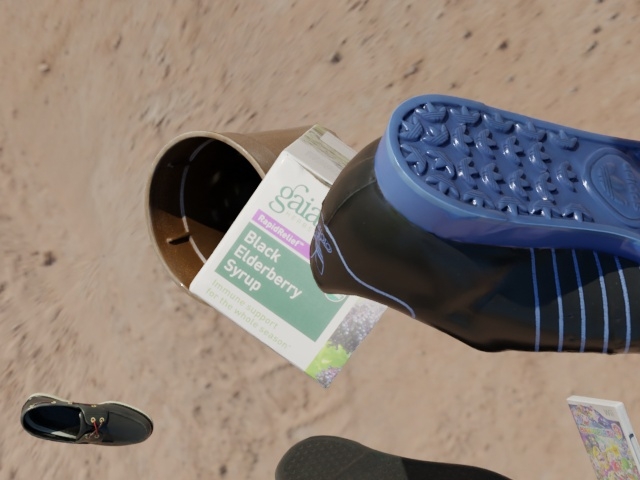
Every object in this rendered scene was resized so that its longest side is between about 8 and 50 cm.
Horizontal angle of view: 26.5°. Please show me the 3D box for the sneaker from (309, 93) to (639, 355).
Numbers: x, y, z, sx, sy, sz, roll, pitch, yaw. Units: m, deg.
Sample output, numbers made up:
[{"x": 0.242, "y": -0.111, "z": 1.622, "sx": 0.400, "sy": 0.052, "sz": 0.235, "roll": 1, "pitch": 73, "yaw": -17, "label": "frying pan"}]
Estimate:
[{"x": 0.108, "y": 0.009, "z": 0.564, "sx": 0.232, "sy": 0.090, "sz": 0.081, "roll": 17, "pitch": 51, "yaw": -20, "label": "sneaker"}]

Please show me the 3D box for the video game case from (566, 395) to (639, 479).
[{"x": 0.290, "y": 0.212, "z": 1.337, "sx": 0.011, "sy": 0.087, "sz": 0.122, "roll": -25, "pitch": 98, "yaw": -21, "label": "video game case"}]

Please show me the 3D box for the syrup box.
[{"x": 0.000, "y": 0.000, "z": 0.819, "sx": 0.093, "sy": 0.237, "sz": 0.096, "roll": 35, "pitch": 100, "yaw": -2, "label": "syrup box"}]

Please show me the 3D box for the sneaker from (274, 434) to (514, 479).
[{"x": 0.095, "y": 0.247, "z": 1.072, "sx": 0.090, "sy": 0.270, "sz": 0.145, "roll": -51, "pitch": 137, "yaw": -32, "label": "sneaker"}]

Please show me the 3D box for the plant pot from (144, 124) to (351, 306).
[{"x": -0.052, "y": -0.037, "z": 1.295, "sx": 0.165, "sy": 0.167, "sz": 0.167, "roll": -23, "pitch": 94, "yaw": -50, "label": "plant pot"}]

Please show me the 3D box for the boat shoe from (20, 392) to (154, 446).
[{"x": -0.234, "y": 0.185, "z": 1.359, "sx": 0.133, "sy": 0.042, "sz": 0.048, "roll": 11, "pitch": 104, "yaw": -6, "label": "boat shoe"}]
